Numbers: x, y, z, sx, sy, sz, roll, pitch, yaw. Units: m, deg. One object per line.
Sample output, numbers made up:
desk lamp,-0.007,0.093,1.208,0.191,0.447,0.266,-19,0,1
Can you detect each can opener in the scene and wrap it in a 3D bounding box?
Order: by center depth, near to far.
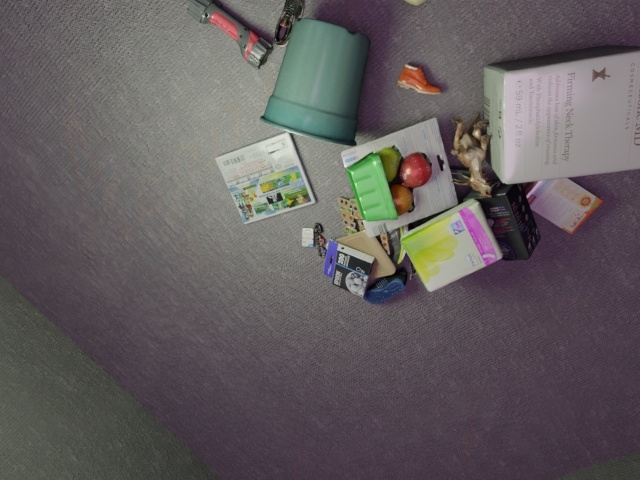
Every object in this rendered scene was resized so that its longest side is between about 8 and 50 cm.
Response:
can opener,0.452,-0.262,1.593,0.279,0.074,0.093,11,117,6

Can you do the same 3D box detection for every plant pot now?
plant pot,-0.002,-0.522,1.436,0.340,0.341,0.335,16,109,3

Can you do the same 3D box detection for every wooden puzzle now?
wooden puzzle,0.165,0.066,1.787,0.238,0.044,0.221,-21,111,42

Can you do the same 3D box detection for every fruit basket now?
fruit basket,0.282,-0.218,1.536,0.352,0.165,0.328,-23,106,-6

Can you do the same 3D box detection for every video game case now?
video game case,-0.219,-0.245,1.749,0.328,0.036,0.300,-15,111,16

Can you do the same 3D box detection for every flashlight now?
flashlight,-0.315,-0.725,1.509,0.303,0.103,0.103,33,119,-7

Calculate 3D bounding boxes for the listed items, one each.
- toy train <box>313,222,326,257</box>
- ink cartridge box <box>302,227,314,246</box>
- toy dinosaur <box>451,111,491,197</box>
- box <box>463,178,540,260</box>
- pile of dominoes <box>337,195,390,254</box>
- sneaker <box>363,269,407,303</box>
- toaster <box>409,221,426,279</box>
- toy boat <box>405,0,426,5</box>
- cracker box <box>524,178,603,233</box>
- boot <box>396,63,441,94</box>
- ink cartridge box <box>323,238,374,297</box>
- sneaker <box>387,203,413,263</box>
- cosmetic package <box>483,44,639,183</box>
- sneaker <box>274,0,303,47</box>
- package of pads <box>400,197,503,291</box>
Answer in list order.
toy train,0.000,0.000,1.827,0.036,0.027,0.159,-8,113,2
ink cartridge box,-0.051,-0.017,1.826,0.048,0.028,0.084,5,116,8
toy dinosaur,0.508,-0.298,1.496,0.126,0.296,0.200,-4,146,15
box,0.658,-0.075,1.573,0.165,0.143,0.271,-6,119,48
pile of dominoes,0.163,-0.055,1.720,0.195,0.040,0.252,4,119,36
sneaker,0.278,0.196,1.842,0.081,0.090,0.232,47,135,-13
toaster,0.415,0.044,1.690,0.110,0.168,0.186,13,115,3
toy boat,0.361,-0.858,1.312,0.317,0.148,0.268,7,111,16
cracker box,0.862,-0.150,1.574,0.232,0.067,0.156,31,116,-5
boot,0.348,-0.549,1.492,0.157,0.059,0.085,20,112,2
ink cartridge box,0.106,0.117,1.799,0.208,0.045,0.207,23,133,17
sneaker,0.298,-0.049,1.718,0.121,0.111,0.300,8,114,23
cosmetic package,0.733,-0.394,1.341,0.392,0.327,0.330,-6,113,12
sneaker,-0.109,-0.744,1.474,0.071,0.077,0.179,20,116,0
package of pads,0.461,0.023,1.535,0.296,0.101,0.229,-27,103,12
